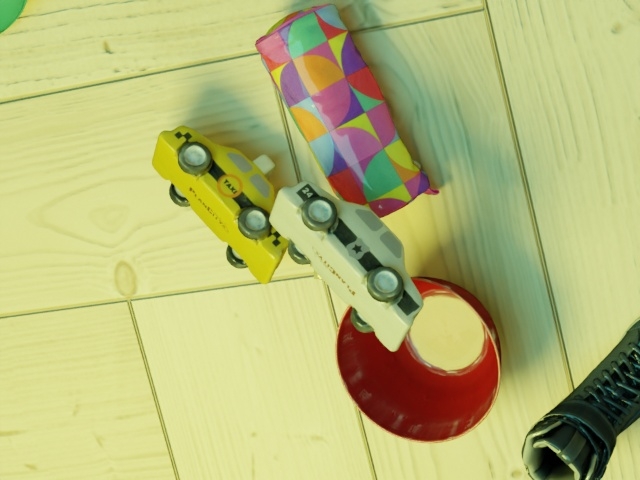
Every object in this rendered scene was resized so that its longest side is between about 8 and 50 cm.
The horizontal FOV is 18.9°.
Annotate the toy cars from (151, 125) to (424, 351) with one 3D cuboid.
[{"bbox_3d":[-0.024,-0.021,1.969,0.393,0.087,0.176,26,148,46],"label":"toy cars"}]

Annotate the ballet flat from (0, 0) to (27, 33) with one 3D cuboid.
[{"bbox_3d":[-0.360,-0.295,2.016,0.316,0.107,0.106,144,109,-72],"label":"ballet flat"}]

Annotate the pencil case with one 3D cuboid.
[{"bbox_3d":[0.025,-0.128,1.974,0.104,0.104,0.236,-25,98,29],"label":"pencil case"}]

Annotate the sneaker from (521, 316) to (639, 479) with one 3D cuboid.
[{"bbox_3d":[0.290,0.163,1.913,0.086,0.163,0.226,43,117,7],"label":"sneaker"}]

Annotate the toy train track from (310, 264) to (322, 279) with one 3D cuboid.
[{"bbox_3d":[0.000,0.000,2.072,0.048,0.014,0.083,7,104,29],"label":"toy train track"}]

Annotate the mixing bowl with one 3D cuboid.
[{"bbox_3d":[0.115,0.110,2.008,0.181,0.098,0.181,7,109,21],"label":"mixing bowl"}]
